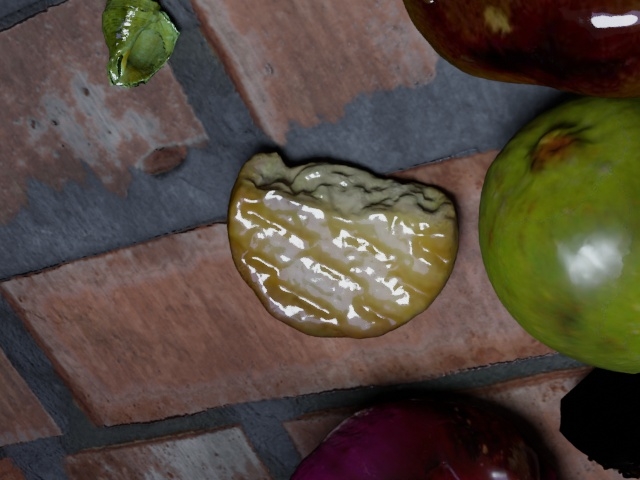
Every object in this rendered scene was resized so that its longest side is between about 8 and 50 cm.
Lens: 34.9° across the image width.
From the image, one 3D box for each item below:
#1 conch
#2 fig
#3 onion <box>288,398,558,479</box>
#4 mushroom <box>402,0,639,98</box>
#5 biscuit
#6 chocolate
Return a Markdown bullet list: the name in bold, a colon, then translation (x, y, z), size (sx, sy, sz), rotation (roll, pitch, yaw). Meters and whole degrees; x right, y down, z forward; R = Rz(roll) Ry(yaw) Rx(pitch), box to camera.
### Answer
- **conch**: translation (-0.206, -0.231, 1.155), size (0.089, 0.074, 0.121), rotation (12, 90, -7)
- **fig**: translation (0.300, 0.012, 1.032), size (0.258, 0.258, 0.326), rotation (-9, 133, 26)
- **onion**: translation (0.105, 0.383, 1.358), size (0.398, 0.398, 0.420), rotation (50, 170, -17)
- **mushroom**: translation (0.226, -0.271, 0.906), size (0.345, 0.260, 0.345), rotation (14, 113, 38)
- **biscuit**: translation (0.018, 0.011, 1.215), size (0.274, 0.091, 0.213), rotation (16, 115, 0)
- **chocolate**: translation (0.382, 0.241, 1.236), size (0.156, 0.156, 0.133), rotation (-4, 135, 23)
